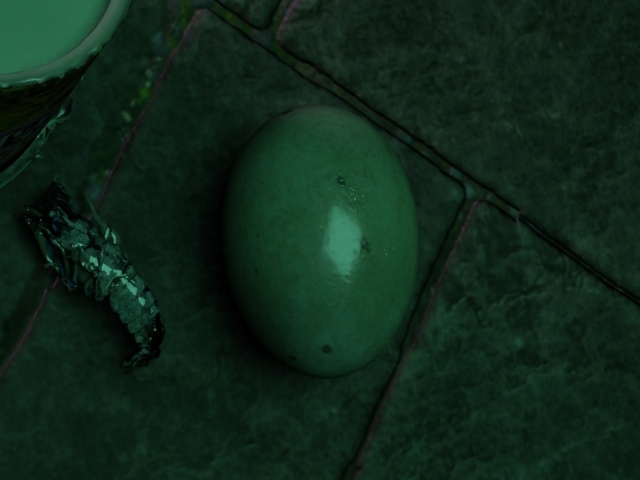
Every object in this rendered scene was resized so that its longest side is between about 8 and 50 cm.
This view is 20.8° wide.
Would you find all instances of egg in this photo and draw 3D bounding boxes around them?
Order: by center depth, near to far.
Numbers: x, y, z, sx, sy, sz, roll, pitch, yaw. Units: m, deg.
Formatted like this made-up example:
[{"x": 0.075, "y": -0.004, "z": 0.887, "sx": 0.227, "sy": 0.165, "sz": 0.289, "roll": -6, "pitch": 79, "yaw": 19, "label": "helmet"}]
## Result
[{"x": 0.000, "y": 0.000, "z": 1.485, "sx": 0.169, "sy": 0.169, "sz": 0.236, "roll": 6, "pitch": 77, "yaw": -28, "label": "egg"}]

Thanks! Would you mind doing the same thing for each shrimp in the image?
[{"x": -0.175, "y": 0.022, "z": 1.441, "sx": 0.174, "sy": 0.076, "sz": 0.082, "roll": 54, "pitch": 38, "yaw": -9, "label": "shrimp"}]

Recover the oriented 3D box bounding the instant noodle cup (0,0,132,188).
[{"x": -0.292, "y": -0.204, "z": 1.310, "sx": 0.340, "sy": 0.266, "sz": 0.339, "roll": 7, "pitch": 75, "yaw": -28, "label": "instant noodle cup"}]
